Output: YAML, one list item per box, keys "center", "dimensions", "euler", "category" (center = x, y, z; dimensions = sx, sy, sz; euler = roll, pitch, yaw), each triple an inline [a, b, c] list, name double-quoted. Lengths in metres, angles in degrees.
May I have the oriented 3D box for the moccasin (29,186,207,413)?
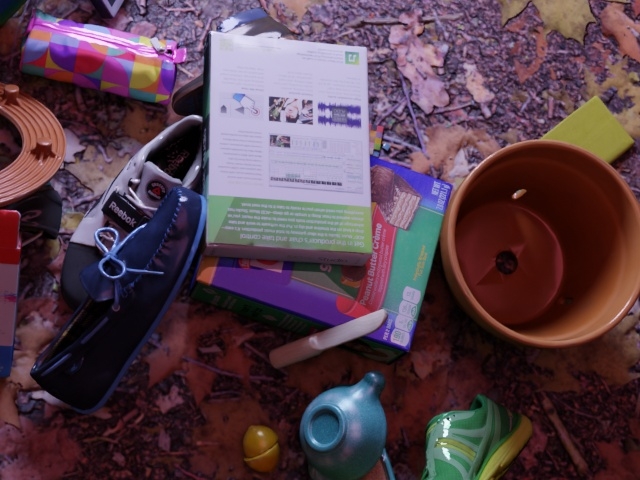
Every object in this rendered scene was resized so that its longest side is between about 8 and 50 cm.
- center: [-0.270, 0.074, 1.838]
  dimensions: [0.116, 0.138, 0.342]
  euler: [28, 96, -20]
  category: "moccasin"

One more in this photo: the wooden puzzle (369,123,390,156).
- center: [0.067, -0.155, 2.103]
  dimensions: [0.083, 0.006, 0.049]
  euler: [12, 72, -8]
  category: "wooden puzzle"

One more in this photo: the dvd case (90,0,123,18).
- center: [-0.324, -0.467, 1.999]
  dimensions: [0.029, 0.239, 0.179]
  euler: [7, 58, 29]
  category: "dvd case"

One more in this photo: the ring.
- center: [-0.513, -0.146, 1.872]
  dimensions: [0.336, 0.032, 0.337]
  euler: [8, 35, -6]
  category: "ring"

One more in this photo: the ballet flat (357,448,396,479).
- center: [0.084, 0.434, 1.888]
  dimensions: [0.106, 0.107, 0.316]
  euler: [-18, 77, -4]
  category: "ballet flat"

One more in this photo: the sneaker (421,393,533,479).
- center: [0.180, 0.312, 1.915]
  dimensions: [0.123, 0.109, 0.295]
  euler: [37, 39, 17]
  category: "sneaker"

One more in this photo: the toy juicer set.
- center: [-0.003, 0.258, 1.899]
  dimensions: [0.209, 0.089, 0.329]
  euler: [0, 77, 34]
  category: "toy juicer set"

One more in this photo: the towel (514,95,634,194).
- center: [0.377, -0.122, 2.151]
  dimensions: [0.237, 0.021, 0.102]
  euler: [-38, 90, -19]
  category: "towel"

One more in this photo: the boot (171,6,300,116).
- center: [-0.140, -0.267, 2.073]
  dimensions: [0.219, 0.082, 0.106]
  euler: [-27, 59, -13]
  category: "boot"

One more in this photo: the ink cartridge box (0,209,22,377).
- center: [-0.469, 0.058, 1.841]
  dimensions: [0.134, 0.078, 0.231]
  euler: [6, 104, -10]
  category: "ink cartridge box"

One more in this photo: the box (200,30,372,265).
- center: [-0.048, -0.127, 1.921]
  dimensions: [0.232, 0.058, 0.322]
  euler: [4, 68, -13]
  category: "box"

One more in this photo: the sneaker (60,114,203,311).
- center: [-0.257, -0.047, 1.937]
  dimensions: [0.122, 0.146, 0.331]
  euler: [31, 72, -3]
  category: "sneaker"

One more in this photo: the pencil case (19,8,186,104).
- center: [-0.316, -0.268, 2.012]
  dimensions: [0.236, 0.104, 0.105]
  euler: [10, 72, -8]
  category: "pencil case"

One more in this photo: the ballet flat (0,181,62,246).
- center: [-0.491, -0.012, 1.908]
  dimensions: [0.280, 0.095, 0.096]
  euler: [-11, 90, -14]
  category: "ballet flat"

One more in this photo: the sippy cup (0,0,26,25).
- center: [-0.547, -0.431, 1.958]
  dimensions: [0.305, 0.240, 0.224]
  euler: [-27, 70, -34]
  category: "sippy cup"

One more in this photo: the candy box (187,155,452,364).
- center: [0.000, 0.000, 1.983]
  dimensions: [0.317, 0.122, 0.268]
  euler: [18, 70, -5]
  category: "candy box"

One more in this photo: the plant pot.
- center: [0.293, 0.018, 1.984]
  dimensions: [0.290, 0.203, 0.291]
  euler: [2, 81, -12]
  category: "plant pot"
